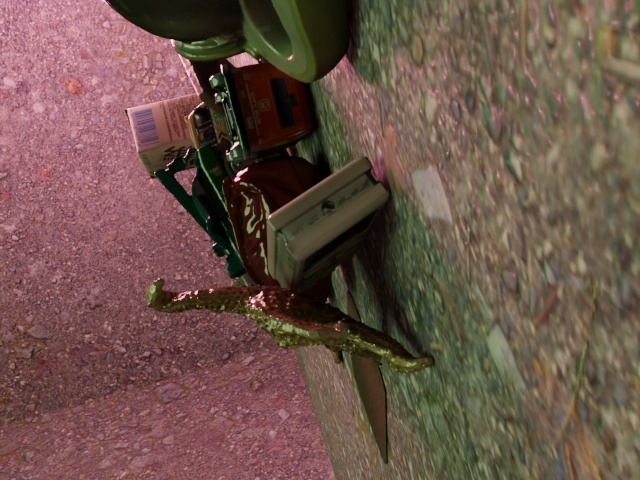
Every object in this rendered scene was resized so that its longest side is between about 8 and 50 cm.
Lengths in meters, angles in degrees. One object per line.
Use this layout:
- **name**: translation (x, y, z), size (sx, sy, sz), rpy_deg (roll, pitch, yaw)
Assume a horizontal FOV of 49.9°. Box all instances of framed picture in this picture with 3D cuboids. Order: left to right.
- **framed picture**: translation (-0.175, -0.284, 1.263), size (0.247, 0.022, 0.335), rpy_deg (36, -161, -46)

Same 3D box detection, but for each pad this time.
- **pad**: translation (0.070, 0.209, 1.029), size (0.266, 0.002, 0.176), rpy_deg (83, 170, -49)

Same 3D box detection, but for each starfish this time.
- **starfish**: translation (-0.015, 0.086, 0.725), size (0.302, 0.299, 0.060), rpy_deg (36, -115, -70)

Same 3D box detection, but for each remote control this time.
- **remote control**: translation (0.000, 0.000, 0.712), size (0.056, 0.102, 0.277), rpy_deg (54, 170, 7)

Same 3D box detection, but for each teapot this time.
- **teapot**: translation (-0.087, -0.289, 0.635), size (0.240, 0.321, 0.239), rpy_deg (-65, -33, -26)

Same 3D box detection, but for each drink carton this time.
- **drink carton**: translation (-0.309, -0.275, 1.743), size (0.194, 0.324, 0.132), rpy_deg (103, 151, -77)

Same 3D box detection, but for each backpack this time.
- **backpack**: translation (-0.047, -0.006, 0.947), size (0.229, 0.138, 0.229), rpy_deg (166, 90, -84)

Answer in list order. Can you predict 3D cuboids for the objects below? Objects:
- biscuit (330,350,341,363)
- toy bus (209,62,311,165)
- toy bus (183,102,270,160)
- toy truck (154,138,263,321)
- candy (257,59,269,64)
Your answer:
- **biscuit**: translation (0.020, 0.182, 1.332), size (0.120, 0.015, 0.120), rpy_deg (166, 90, -84)
- **toy bus**: translation (-0.084, -0.174, 0.970), size (0.265, 0.119, 0.121), rpy_deg (-164, 59, -82)
- **toy bus**: translation (-0.176, -0.163, 1.443), size (0.139, 0.157, 0.290), rpy_deg (2, -108, -72)
- **toy truck**: translation (-0.128, -0.018, 1.229), size (0.364, 0.178, 0.176), rpy_deg (57, 174, 2)
- **candy**: translation (-0.159, -0.434, 1.316), size (0.097, 0.097, 0.324), rpy_deg (86, 159, -58)
